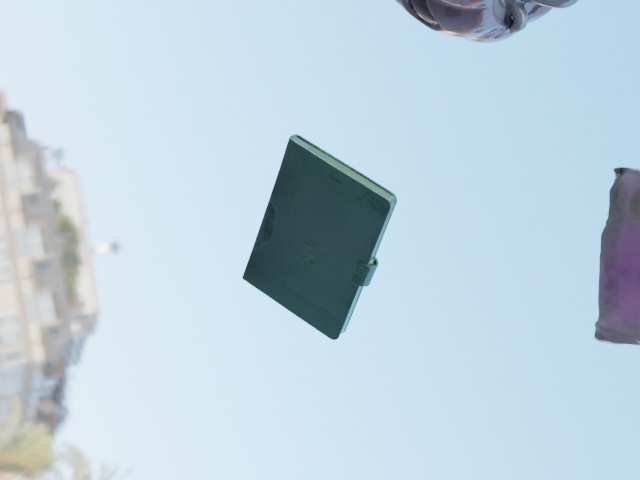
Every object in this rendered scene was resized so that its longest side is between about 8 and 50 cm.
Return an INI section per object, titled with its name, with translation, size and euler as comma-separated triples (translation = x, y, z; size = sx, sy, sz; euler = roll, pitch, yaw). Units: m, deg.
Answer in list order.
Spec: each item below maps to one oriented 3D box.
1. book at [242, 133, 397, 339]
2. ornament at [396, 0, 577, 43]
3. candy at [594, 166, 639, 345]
[book]
translation = 0.000, 0.000, 1.118
size = 0.103, 0.017, 0.135
euler = 33, -57, 20
[ornament]
translation = 0.136, -0.242, 1.169
size = 0.177, 0.177, 0.177
euler = 169, -90, -67
[candy]
translation = 0.297, 0.015, 0.895
size = 0.155, 0.265, 0.116
euler = 8, -87, 42
